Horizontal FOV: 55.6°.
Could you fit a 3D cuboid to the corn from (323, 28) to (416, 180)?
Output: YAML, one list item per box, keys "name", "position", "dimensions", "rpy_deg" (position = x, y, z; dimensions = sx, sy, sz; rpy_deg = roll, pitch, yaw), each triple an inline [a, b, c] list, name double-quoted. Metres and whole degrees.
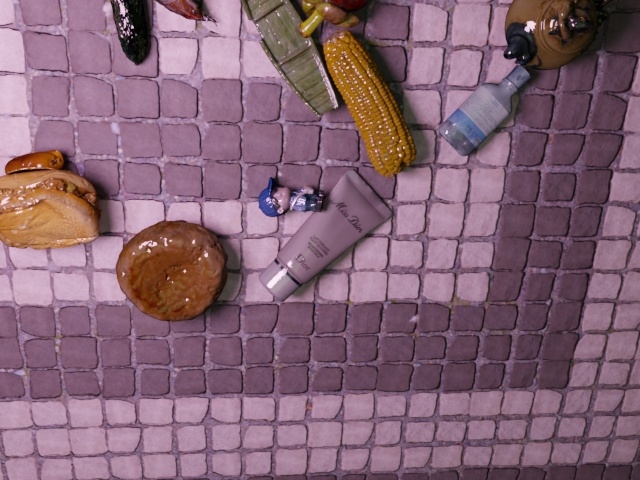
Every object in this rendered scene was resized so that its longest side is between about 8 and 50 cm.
- name: "corn"
  position: [0.101, -0.274, 1.214]
  dimensions: [0.102, 0.102, 0.313]
  rpy_deg: [-26, 112, 4]

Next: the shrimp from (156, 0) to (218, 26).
- name: "shrimp"
  position: [-0.264, -0.457, 1.117]
  dimensions: [0.190, 0.075, 0.073]
  rpy_deg: [32, 97, -27]

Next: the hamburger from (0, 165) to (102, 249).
- name: "hamburger"
  position: [-0.538, -0.056, 1.189]
  dimensions: [0.214, 0.108, 0.213]
  rpy_deg: [-11, 153, -6]

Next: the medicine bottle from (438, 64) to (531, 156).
- name: "medicine bottle"
  position: [0.346, -0.274, 1.264]
  dimensions: [0.090, 0.053, 0.208]
  rpy_deg: [42, 100, -17]

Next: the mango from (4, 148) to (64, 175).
- name: "mango"
  position: [-0.570, -0.143, 1.207]
  dimensions: [0.127, 0.077, 0.063]
  rpy_deg: [-10, 107, 11]

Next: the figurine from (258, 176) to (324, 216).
- name: "figurine"
  position: [-0.063, -0.082, 1.284]
  dimensions: [0.136, 0.077, 0.079]
  rpy_deg: [13, 131, -3]

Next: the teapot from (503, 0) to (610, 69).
- name: "teapot"
  position: [0.462, -0.418, 1.153]
  dimensions: [0.269, 0.182, 0.173]
  rpy_deg: [-27, 110, 4]

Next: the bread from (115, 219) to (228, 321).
- name: "bread"
  position: [-0.309, 0.060, 1.287]
  dimensions: [0.230, 0.123, 0.230]
  rpy_deg: [-4, 111, -10]

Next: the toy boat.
- name: "toy boat"
  position: [-0.060, -0.376, 1.182]
  dimensions: [0.093, 0.055, 0.293]
  rpy_deg: [-31, 110, 5]

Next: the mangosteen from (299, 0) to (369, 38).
- name: "mangosteen"
  position: [0.026, -0.457, 1.100]
  dimensions: [0.156, 0.146, 0.181]
  rpy_deg: [27, 87, -20]

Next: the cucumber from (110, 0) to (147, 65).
- name: "cucumber"
  position: [-0.357, -0.447, 1.117]
  dimensions: [0.067, 0.067, 0.245]
  rpy_deg: [-6, 110, -4]

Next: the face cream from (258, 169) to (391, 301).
- name: "face cream"
  position: [0.000, 0.000, 1.327]
  dimensions: [0.314, 0.089, 0.143]
  rpy_deg: [-45, 106, 0]
